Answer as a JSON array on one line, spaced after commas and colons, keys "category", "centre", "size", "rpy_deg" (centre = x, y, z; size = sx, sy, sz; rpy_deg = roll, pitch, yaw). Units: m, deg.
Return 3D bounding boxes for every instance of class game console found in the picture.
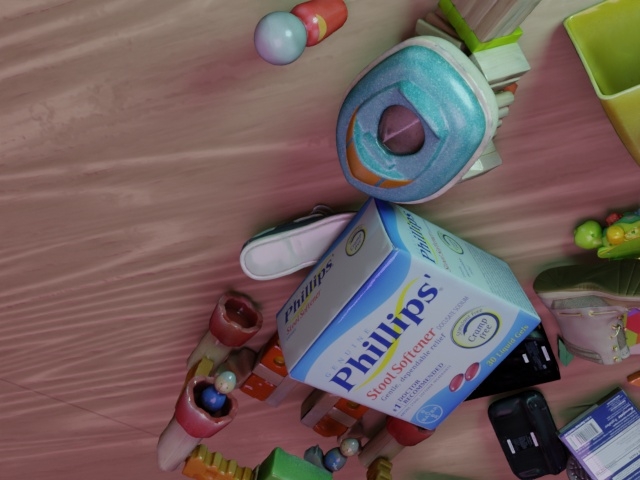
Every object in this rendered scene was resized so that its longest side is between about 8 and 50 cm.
[{"category": "game console", "centre": [0.330, 0.295, 1.328], "size": [0.213, 0.044, 0.361], "rpy_deg": [-17, 116, 19]}]

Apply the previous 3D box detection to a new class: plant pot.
[{"category": "plant pot", "centre": [0.451, -0.196, 0.931], "size": [0.212, 0.212, 0.187], "rpy_deg": [-21, 127, 19]}]

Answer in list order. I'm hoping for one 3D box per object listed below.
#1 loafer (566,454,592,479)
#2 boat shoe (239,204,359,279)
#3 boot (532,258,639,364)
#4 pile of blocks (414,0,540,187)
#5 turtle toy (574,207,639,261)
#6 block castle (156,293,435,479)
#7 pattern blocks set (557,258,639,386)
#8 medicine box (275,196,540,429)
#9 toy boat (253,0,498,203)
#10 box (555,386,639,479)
[{"category": "loafer", "centre": [0.566, 0.422, 1.353], "size": [0.251, 0.094, 0.087], "rpy_deg": [6, 152, 7]}, {"category": "boat shoe", "centre": [0.000, 0.000, 1.174], "size": [0.255, 0.079, 0.095], "rpy_deg": [-17, 113, 7]}, {"category": "boot", "centre": [0.445, 0.113, 1.126], "size": [0.213, 0.077, 0.165], "rpy_deg": [-5, 127, 43]}, {"category": "pile of blocks", "centre": [0.209, -0.229, 1.011], "size": [0.149, 0.113, 0.362], "rpy_deg": [45, 140, 34]}, {"category": "turtle toy", "centre": [0.445, -0.007, 1.114], "size": [0.130, 0.066, 0.095], "rpy_deg": [-10, 142, 16]}, {"category": "block castle", "centre": [-0.013, 0.297, 1.228], "size": [0.453, 0.303, 0.212], "rpy_deg": [31, 119, -12]}, {"category": "pattern blocks set", "centre": [0.541, 0.130, 1.207], "size": [0.325, 0.026, 0.285], "rpy_deg": [-15, 117, 17]}, {"category": "medicine box", "centre": [0.125, 0.116, 1.133], "size": [0.289, 0.149, 0.263], "rpy_deg": [25, 116, -27]}, {"category": "toy boat", "centre": [0.057, -0.182, 0.969], "size": [0.318, 0.148, 0.267], "rpy_deg": [48, 143, 5]}, {"category": "box", "centre": [0.528, 0.382, 1.282], "size": [0.136, 0.036, 0.225], "rpy_deg": [-38, 85, 5]}]
